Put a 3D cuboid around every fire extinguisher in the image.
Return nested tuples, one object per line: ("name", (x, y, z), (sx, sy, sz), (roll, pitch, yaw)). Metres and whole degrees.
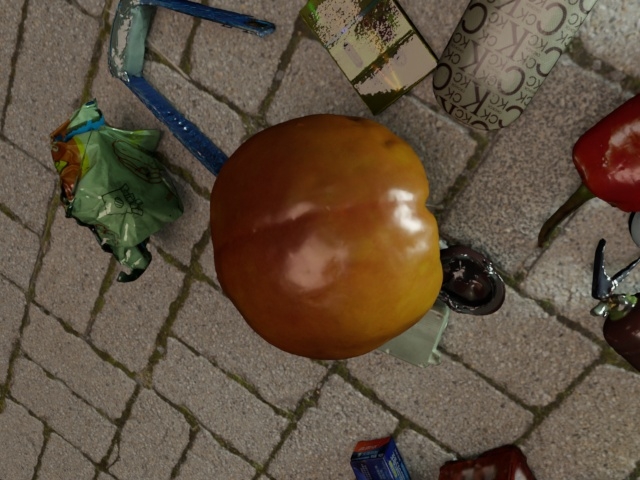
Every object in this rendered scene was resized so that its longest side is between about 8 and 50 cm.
("fire extinguisher", (0.497, 0.141, 0.755), (0.344, 0.102, 0.138), (44, 86, 3))

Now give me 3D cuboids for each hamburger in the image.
("hamburger", (-0.330, -0.088, 0.946), (0.151, 0.260, 0.276), (-20, 136, 3))

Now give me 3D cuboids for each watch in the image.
("watch", (-0.229, -0.260, 0.920), (0.275, 0.068, 0.276), (20, 114, 9))

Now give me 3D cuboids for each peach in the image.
("peach", (0.000, 0.000, 0.762), (0.302, 0.343, 0.342), (-11, 105, 2))

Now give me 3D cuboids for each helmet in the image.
("helmet", (0.223, 0.055, 0.840), (0.123, 0.070, 0.098), (28, 123, 3))

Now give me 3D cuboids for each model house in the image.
("model house", (0.278, 0.497, 0.875), (0.160, 0.254, 0.196), (-25, 97, 31))

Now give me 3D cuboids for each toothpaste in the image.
("toothpaste", (0.157, 0.530, 1.041), (0.076, 0.066, 0.320), (-19, 101, 26))

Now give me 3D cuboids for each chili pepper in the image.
("chili pepper", (0.396, -0.105, 0.682), (0.338, 0.131, 0.134), (-32, 85, 30))

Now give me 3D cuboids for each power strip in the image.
("power strip", (0.090, 0.122, 0.931), (0.271, 0.046, 0.117), (21, 112, 15))

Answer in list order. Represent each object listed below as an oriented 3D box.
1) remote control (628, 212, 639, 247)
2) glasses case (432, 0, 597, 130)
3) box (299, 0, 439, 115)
("remote control", (0.537, -0.011, 0.705), (0.244, 0.047, 0.087), (6, 114, 21))
("glasses case", (0.269, -0.308, 0.683), (0.137, 0.085, 0.354), (31, 116, 8))
("box", (0.071, -0.297, 0.799), (0.121, 0.030, 0.193), (-35, 92, 28))
